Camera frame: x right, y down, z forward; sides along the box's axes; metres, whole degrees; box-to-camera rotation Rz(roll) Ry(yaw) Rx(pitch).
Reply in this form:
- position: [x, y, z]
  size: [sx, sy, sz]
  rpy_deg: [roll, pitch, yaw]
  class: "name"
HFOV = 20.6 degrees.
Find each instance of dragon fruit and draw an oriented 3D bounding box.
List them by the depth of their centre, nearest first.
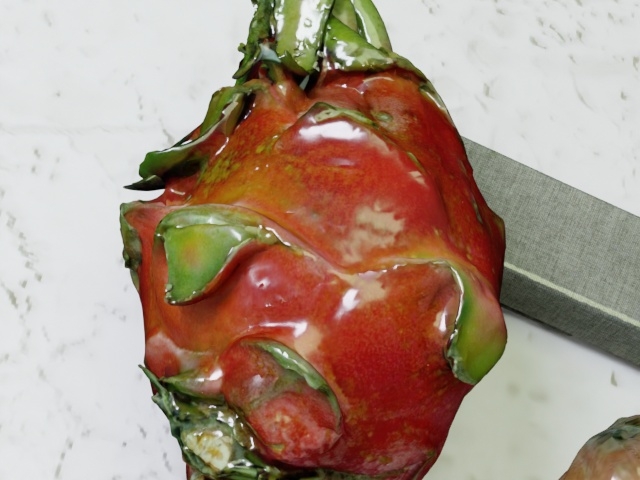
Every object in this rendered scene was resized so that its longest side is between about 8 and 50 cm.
- position: [-0.015, -0.004, 0.793]
  size: [0.200, 0.198, 0.269]
  rpy_deg: [-8, 75, -50]
  class: "dragon fruit"

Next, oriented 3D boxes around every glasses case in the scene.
- position: [0.115, 0.005, 0.936]
  size: [0.205, 0.047, 0.071]
  rpy_deg: [24, 57, -4]
  class: "glasses case"

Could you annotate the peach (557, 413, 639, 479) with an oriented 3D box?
- position: [0.159, 0.179, 0.715]
  size: [0.232, 0.232, 0.232]
  rpy_deg: [11, 52, -15]
  class: "peach"
